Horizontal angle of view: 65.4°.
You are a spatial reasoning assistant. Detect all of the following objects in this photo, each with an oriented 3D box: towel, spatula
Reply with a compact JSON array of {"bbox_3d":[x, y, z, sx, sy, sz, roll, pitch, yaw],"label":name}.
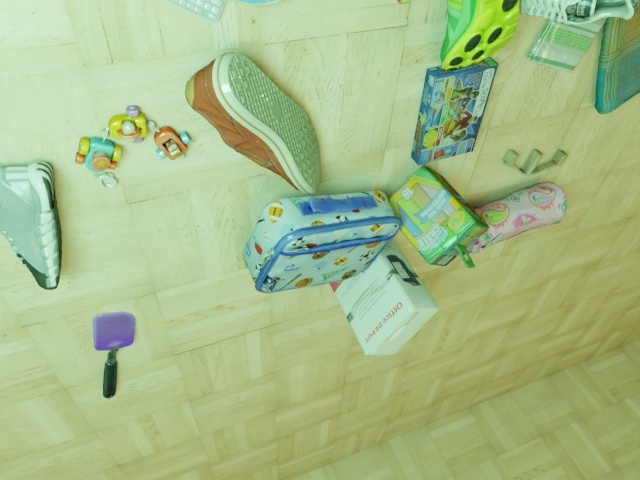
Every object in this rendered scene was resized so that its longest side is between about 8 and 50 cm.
[{"bbox_3d":[0.690,-0.454,1.007,0.271,0.040,0.370,-31,141,1],"label":"towel"},{"bbox_3d":[0.473,-0.401,0.938,0.113,0.023,0.152,6,129,-21],"label":"towel"},{"bbox_3d":[-0.466,0.266,1.115,0.084,0.030,0.296,-5,135,-30],"label":"spatula"}]

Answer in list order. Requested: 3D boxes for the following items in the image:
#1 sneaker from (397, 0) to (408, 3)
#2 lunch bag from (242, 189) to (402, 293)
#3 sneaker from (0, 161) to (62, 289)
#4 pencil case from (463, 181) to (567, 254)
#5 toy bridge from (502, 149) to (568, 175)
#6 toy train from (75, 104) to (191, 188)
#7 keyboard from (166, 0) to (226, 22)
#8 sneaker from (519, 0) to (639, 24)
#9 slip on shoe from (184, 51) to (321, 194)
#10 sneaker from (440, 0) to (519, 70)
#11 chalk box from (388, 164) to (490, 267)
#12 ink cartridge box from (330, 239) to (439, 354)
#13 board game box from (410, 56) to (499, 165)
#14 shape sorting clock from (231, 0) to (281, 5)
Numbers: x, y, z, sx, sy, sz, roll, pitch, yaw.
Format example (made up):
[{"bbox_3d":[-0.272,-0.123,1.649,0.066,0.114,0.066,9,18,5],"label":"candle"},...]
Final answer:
[{"bbox_3d":[0.090,-0.401,0.677,0.094,0.081,0.208,-39,139,24],"label":"sneaker"},{"bbox_3d":[0.000,0.000,0.996,0.303,0.115,0.243,-10,153,-32],"label":"lunch bag"},{"bbox_3d":[-0.477,-0.018,0.766,0.132,0.086,0.228,-2,124,-23],"label":"sneaker"},{"bbox_3d":[0.474,-0.055,1.254,0.284,0.124,0.124,-19,141,-13],"label":"pencil case"},{"bbox_3d":[0.509,-0.187,1.202,0.188,0.026,0.063,-5,137,-26],"label":"toy bridge"},{"bbox_3d":[-0.288,-0.134,0.769,0.166,0.046,0.125,-29,141,1],"label":"toy train"},{"bbox_3d":[-0.226,-0.347,0.597,0.256,0.014,0.072,11,127,-39],"label":"keyboard"},{"bbox_3d":[0.362,-0.382,0.767,0.235,0.095,0.090,7,160,25],"label":"sneaker"},{"bbox_3d":[-0.090,-0.174,0.811,0.101,0.123,0.331,-4,159,28],"label":"slip on shoe"},{"bbox_3d":[0.244,-0.382,0.765,0.109,0.123,0.295,-15,159,-5],"label":"sneaker"},{"bbox_3d":[0.258,-0.033,1.053,0.132,0.213,0.132,-46,156,19],"label":"chalk box"},{"bbox_3d":[0.136,0.121,1.149,0.100,0.237,0.172,10,128,-38],"label":"ink cartridge box"},{"bbox_3d":[0.258,-0.249,0.977,0.136,0.035,0.201,-15,140,-15],"label":"board game box"},{"bbox_3d":[-0.073,-0.393,0.609,0.206,0.040,0.206,-16,135,-16],"label":"shape sorting clock"}]
